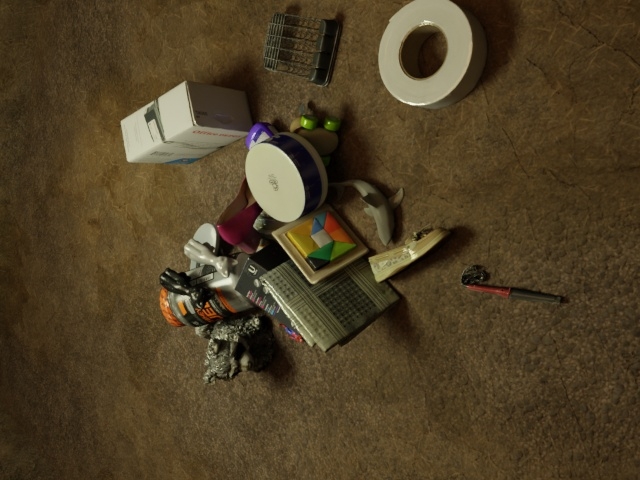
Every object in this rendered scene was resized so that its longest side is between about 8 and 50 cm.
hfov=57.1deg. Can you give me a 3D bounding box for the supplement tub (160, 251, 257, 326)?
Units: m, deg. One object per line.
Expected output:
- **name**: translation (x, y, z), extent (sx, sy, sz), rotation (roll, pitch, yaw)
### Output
- **supplement tub**: translation (-0.387, 0.185, 2.096), extent (0.337, 0.207, 0.207), rotation (-21, 81, 19)

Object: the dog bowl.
- **dog bowl**: translation (-0.108, -0.195, 1.822), extent (0.264, 0.104, 0.265), rotation (27, 133, 34)

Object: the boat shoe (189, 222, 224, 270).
- **boat shoe**: translation (-0.418, 0.066, 2.232), extent (0.113, 0.105, 0.307), rotation (24, 116, 27)

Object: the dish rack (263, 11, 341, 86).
- **dish rack**: translation (-0.072, -0.627, 1.905), extent (0.271, 0.074, 0.208), rotation (25, 108, 36)

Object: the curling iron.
- **curling iron**: translation (0.492, 0.124, 1.549), extent (0.274, 0.035, 0.068), rotation (16, 105, 37)

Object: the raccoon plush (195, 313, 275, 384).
- **raccoon plush**: translation (-0.383, 0.399, 2.112), extent (0.446, 0.299, 0.216), rotation (-9, 89, 39)

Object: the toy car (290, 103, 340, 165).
- **toy car**: translation (-0.037, -0.353, 1.888), extent (0.188, 0.148, 0.155), rotation (-119, 37, -47)

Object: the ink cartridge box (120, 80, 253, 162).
- **ink cartridge box**: translation (-0.478, -0.410, 2.113), extent (0.394, 0.285, 0.166), rotation (-15, 85, 38)

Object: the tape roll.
- **tape roll**: translation (0.300, -0.506, 1.597), extent (0.286, 0.100, 0.287), rotation (5, 98, 39)

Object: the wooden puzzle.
- **wooden puzzle**: translation (0.000, 0.000, 1.826), extent (0.239, 0.220, 0.044), rotation (48, 154, 27)

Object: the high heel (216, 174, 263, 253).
- **high heel**: translation (-0.246, -0.154, 1.945), extent (0.127, 0.181, 0.378), rotation (-12, 58, 24)

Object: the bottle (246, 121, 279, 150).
- **bottle**: translation (-0.137, -0.273, 1.977), extent (0.283, 0.092, 0.118), rotation (49, 127, 24)

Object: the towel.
- **towel**: translation (0.031, 0.155, 1.780), extent (0.324, 0.312, 0.056), rotation (47, 151, 26)

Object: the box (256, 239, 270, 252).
- **box**: translation (-0.184, 0.044, 2.048), extent (0.081, 0.136, 0.028), rotation (11, 61, 37)

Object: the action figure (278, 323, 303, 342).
- **action figure**: translation (-0.100, 0.319, 2.052), extent (0.115, 0.030, 0.038), rotation (35, 110, 29)

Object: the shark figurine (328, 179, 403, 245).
- **shark figurine**: translation (0.129, -0.130, 1.768), extent (0.278, 0.116, 0.166), rotation (43, 118, 25)

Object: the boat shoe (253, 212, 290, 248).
- **boat shoe**: translation (-0.149, -0.038, 2.011), extent (0.320, 0.118, 0.103), rotation (8, 63, 41)

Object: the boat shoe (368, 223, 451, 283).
- **boat shoe**: translation (0.248, 0.029, 1.692), extent (0.285, 0.104, 0.089), rotation (-36, 75, 36)

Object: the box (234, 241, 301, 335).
- **box**: translation (-0.113, 0.152, 1.909), extent (0.270, 0.165, 0.143), rotation (33, 120, 12)

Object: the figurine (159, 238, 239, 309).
- **figurine**: translation (-0.397, 0.110, 1.962), extent (0.209, 0.092, 0.215), rotation (25, 70, 35)
